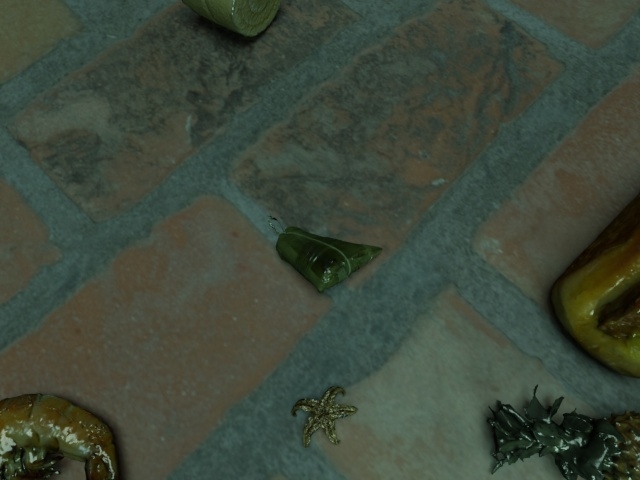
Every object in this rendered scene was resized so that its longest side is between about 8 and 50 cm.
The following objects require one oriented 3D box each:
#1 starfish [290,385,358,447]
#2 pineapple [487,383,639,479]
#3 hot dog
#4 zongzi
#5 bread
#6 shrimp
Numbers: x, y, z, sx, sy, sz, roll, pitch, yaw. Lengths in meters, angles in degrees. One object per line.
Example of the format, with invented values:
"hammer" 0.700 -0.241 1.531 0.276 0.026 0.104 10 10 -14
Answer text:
"starfish" 0.002 0.236 0.580 0.078 0.028 0.091 35 78 9
"pineapple" 0.340 0.255 0.545 0.252 0.125 0.125 4 70 12
"hot dog" 0.516 -0.001 0.572 0.405 0.223 0.185 -41 78 -13
"zongzi" 0.000 0.000 0.666 0.131 0.062 0.154 -31 56 -33
"bread" -0.161 -0.460 0.777 0.141 0.134 0.148 32 61 15
"shrimp" -0.355 0.337 0.522 0.223 0.054 0.290 -1 66 -1
